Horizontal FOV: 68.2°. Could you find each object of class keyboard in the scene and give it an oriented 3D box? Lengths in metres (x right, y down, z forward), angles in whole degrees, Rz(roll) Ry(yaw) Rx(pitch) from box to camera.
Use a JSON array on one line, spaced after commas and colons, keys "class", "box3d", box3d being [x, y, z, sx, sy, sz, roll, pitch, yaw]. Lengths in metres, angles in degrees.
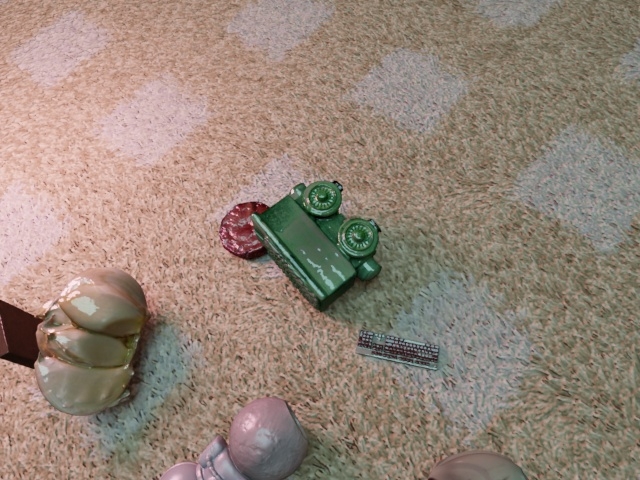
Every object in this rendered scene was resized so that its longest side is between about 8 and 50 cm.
[{"class": "keyboard", "box3d": [0.155, 0.221, 0.954, 0.165, 0.017, 0.055, 10, 65, 11]}]

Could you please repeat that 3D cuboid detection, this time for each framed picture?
[{"class": "framed picture", "box3d": [-0.601, 0.200, 0.967, 0.023, 0.168, 0.128, -30, 64, -8]}]

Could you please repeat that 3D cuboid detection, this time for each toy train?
[{"class": "toy train", "box3d": [0.000, 0.000, 1.001, 0.201, 0.145, 0.266, -38, 75, -13]}]

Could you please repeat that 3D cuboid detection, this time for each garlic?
[{"class": "garlic", "box3d": [-0.471, 0.188, 0.951, 0.184, 0.203, 0.281, 2, 73, 52]}]

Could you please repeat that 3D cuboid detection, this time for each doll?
[{"class": "doll", "box3d": [-0.163, 0.398, 0.834, 0.287, 0.151, 0.151, -32, 64, -6]}]

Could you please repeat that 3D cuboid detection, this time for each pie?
[{"class": "pie", "box3d": [-0.164, -0.026, 1.108, 0.154, 0.036, 0.155, -3, 63, 5]}]

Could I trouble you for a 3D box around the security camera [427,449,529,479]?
[{"class": "security camera", "box3d": [0.276, 0.466, 0.725, 0.191, 0.197, 0.277, -18, 55, -13]}]
